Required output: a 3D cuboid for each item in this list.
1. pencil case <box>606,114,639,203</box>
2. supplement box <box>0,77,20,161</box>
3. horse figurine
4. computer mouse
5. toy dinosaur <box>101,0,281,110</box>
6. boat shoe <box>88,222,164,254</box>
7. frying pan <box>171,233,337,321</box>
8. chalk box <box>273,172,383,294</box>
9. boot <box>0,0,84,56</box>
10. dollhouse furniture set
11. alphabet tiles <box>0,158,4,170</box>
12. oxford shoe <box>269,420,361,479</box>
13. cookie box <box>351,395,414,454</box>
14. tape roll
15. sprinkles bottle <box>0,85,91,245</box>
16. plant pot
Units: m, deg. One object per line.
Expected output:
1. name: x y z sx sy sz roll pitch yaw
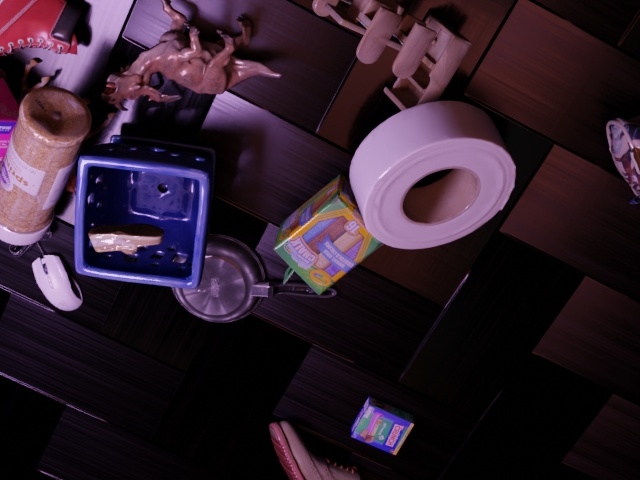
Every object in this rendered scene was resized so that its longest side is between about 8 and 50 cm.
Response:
1. pencil case: 0.718 -0.191 1.666 0.410 0.183 0.160 -16 111 10
2. supplement box: -0.636 -0.180 1.713 0.220 0.111 0.114 -46 68 30
3. horse figurine: -0.513 -0.221 1.799 0.263 0.066 0.174 33 109 -11
4. computer mouse: -0.544 0.066 1.941 0.106 0.042 0.193 -21 111 12
5. toy dinosaur: -0.227 -0.306 1.718 0.295 0.127 0.200 11 122 -15
6. boat shoe: -0.333 0.000 1.665 0.135 0.050 0.045 2 118 15
7. frying pan: -0.153 0.112 1.936 0.326 0.053 0.197 28 114 -5
8. chalk box: 0.000 0.000 1.826 0.213 0.132 0.132 -38 107 17
9. boot: -0.536 -0.344 1.707 0.176 0.088 0.244 37 89 -15
10. dollhouse furniture set: 0.107 -0.324 1.637 0.242 0.212 0.161 16 116 -33
11. alphabet tiles: -0.740 -0.237 1.801 0.342 0.011 0.285 36 121 -6
12. oxford shoe: 0.011 0.511 2.081 0.130 0.123 0.348 -34 108 -11
13. cookie box: 0.132 0.393 2.040 0.107 0.040 0.092 23 113 -7
14. tape roll: 0.199 -0.111 1.709 0.286 0.100 0.286 -11 141 -9
15. sprinkles bottle: -0.507 -0.125 1.714 0.121 0.121 0.355 30 141 -9
16. plant pot: -0.309 -0.068 1.773 0.235 0.212 0.236 8 113 0
